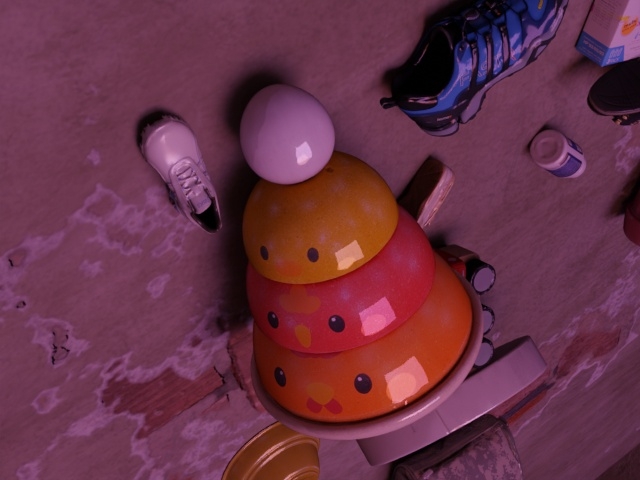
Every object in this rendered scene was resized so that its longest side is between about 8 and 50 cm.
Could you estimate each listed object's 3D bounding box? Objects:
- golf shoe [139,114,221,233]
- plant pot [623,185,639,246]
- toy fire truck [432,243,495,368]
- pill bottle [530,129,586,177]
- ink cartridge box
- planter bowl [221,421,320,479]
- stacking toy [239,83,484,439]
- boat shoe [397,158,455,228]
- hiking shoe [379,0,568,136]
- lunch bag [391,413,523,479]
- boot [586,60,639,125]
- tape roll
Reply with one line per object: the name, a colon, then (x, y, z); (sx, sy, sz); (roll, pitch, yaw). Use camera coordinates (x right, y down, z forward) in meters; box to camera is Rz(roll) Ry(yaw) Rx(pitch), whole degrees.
golf shoe: (-0.157, -0.077, 1.225); (0.069, 0.086, 0.176); (-35, 145, -9)
plant pot: (0.732, -0.089, 2.070); (0.201, 0.201, 0.180); (-19, 125, -33)
toy fire truck: (0.155, 0.130, 1.744); (0.246, 0.158, 0.217); (-15, 114, -30)
pill bottle: (0.417, -0.146, 1.768); (0.067, 0.067, 0.120); (-52, 146, 14)
ink cartridge box: (0.483, -0.371, 1.589); (0.104, 0.061, 0.181); (-19, 140, -33)
planter bowl: (-0.068, 0.433, 1.888); (0.217, 0.090, 0.217); (-28, 145, -22)
stacking toy: (0.000, 0.000, 1.359); (0.351, 0.350, 0.480); (-34, 127, -14)
boat shoe: (0.157, -0.047, 1.609); (0.059, 0.063, 0.170); (17, 114, -47)
hiking shoe: (0.219, -0.272, 1.374); (0.304, 0.113, 0.132); (-53, 147, 14)
lunch bag: (0.310, 0.559, 2.339); (0.305, 0.212, 0.256); (-25, 126, -27)
boot: (0.522, -0.237, 1.718); (0.236, 0.085, 0.178); (-25, 168, -20)
tape roll: (0.245, 0.303, 1.927); (0.392, 0.072, 0.392); (-29, 174, -3)
